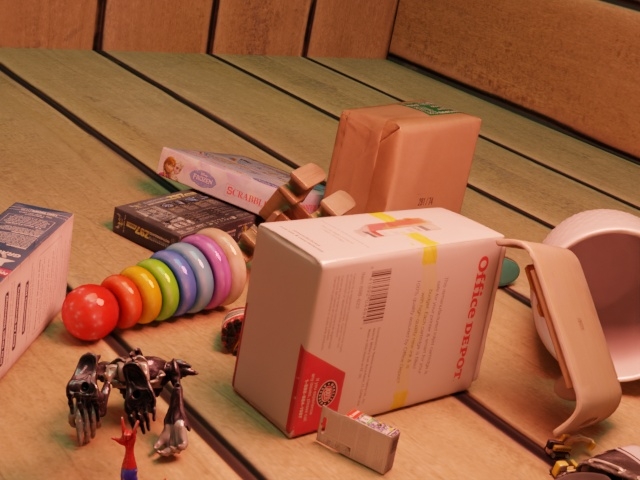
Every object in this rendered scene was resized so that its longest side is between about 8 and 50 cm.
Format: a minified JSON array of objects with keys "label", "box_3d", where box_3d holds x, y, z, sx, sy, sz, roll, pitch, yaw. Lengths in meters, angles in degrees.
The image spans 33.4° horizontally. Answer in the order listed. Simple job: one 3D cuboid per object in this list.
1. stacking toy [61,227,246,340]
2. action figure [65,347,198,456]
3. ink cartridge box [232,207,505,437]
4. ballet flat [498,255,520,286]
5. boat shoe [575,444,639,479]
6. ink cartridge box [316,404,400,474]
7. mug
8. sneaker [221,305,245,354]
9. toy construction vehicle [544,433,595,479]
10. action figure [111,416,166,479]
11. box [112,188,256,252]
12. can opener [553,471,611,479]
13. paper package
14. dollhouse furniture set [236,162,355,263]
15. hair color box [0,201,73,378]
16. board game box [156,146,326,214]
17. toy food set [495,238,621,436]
[{"label":"stacking toy","box_3d":[-0.282,0.079,1.763,0.141,0.141,0.330,26,29,35]},{"label":"action figure","box_3d":[-0.255,0.213,1.418,0.164,0.141,0.276,3,-6,2]},{"label":"ink cartridge box","box_3d":[0.079,0.111,1.644,0.384,0.279,0.160,-6,25,-39]},{"label":"ballet flat","box_3d":[0.321,0.063,2.195,0.206,0.073,0.067,-2,9,-39]},{"label":"boat shoe","box_3d":[0.451,0.363,1.411,0.105,0.113,0.306,-5,22,-21]},{"label":"ink cartridge box","box_3d":[0.052,0.275,1.502,0.115,0.063,0.029,22,24,27]},{"label":"mug","box_3d":[0.558,0.111,1.966,0.374,0.276,0.328,42,15,-2]},{"label":"sneaker","box_3d":[-0.052,0.141,1.767,0.225,0.088,0.093,8,20,-10]},{"label":"toy construction vehicle","box_3d":[0.379,0.321,1.587,0.098,0.035,0.086,4,22,-17]},{"label":"action figure","box_3d":[-0.157,0.299,1.241,0.280,0.139,0.091,8,19,-2]},{"label":"box","box_3d":[-0.273,-0.036,2.156,0.183,0.059,0.232,23,24,30]},{"label":"can opener","box_3d":[0.264,0.359,1.375,0.280,0.074,0.093,-1,28,-22]},{"label":"paper package","box_3d":[0.170,-0.135,2.287,0.168,0.310,0.324,26,24,33]},{"label":"dollhouse furniture set","box_3d":[0.000,0.000,1.999,0.242,0.212,0.161,44,29,7]},{"label":"hair color box","box_3d":[-0.478,0.080,1.584,0.105,0.174,0.347,11,20,3]},{"label":"board game box","box_3d":[-0.141,-0.122,2.357,0.318,0.066,0.318,22,11,28]},{"label":"toy food set","box_3d":[0.364,0.144,1.668,0.092,0.306,0.219,-23,-16,27]}]
